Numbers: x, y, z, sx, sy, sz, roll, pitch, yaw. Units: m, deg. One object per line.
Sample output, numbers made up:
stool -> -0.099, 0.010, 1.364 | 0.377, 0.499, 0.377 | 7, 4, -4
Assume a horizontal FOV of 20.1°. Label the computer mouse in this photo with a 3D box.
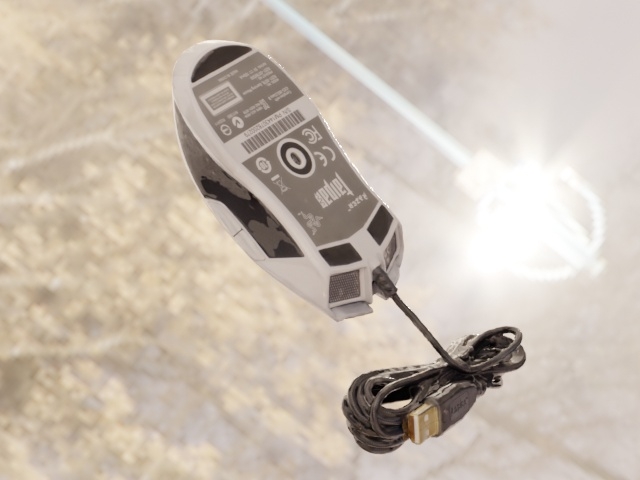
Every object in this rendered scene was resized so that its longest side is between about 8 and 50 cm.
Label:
computer mouse -> 0.000, 0.000, 0.759 | 0.106, 0.193, 0.042 | -34, 175, -47
